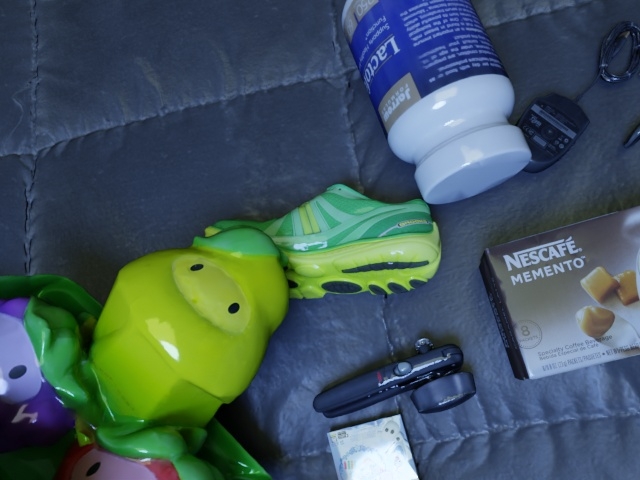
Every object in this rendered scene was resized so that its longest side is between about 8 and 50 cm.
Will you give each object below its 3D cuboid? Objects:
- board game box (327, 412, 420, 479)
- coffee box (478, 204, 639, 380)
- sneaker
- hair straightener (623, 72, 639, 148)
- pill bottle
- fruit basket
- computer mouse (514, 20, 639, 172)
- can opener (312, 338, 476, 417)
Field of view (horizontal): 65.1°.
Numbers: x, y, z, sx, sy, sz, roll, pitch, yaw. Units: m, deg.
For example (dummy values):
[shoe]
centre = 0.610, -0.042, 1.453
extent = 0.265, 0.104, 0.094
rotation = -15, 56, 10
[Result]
[board game box]
centre = 0.062, 0.255, 0.575
extent = 0.090, 0.020, 0.090
rotation = -17, 72, 8
[coffee box]
centre = 0.310, 0.048, 0.526
extent = 0.246, 0.098, 0.141
rotation = -16, 74, 9
[sneaker]
centre = 0.000, 0.000, 0.622
extent = 0.295, 0.109, 0.124
rotation = 1, 49, 17
[hair straightener]
centre = 0.428, -0.196, 0.584
extent = 0.089, 0.047, 0.230
rotation = 38, 87, 18
[pill bottle]
centre = 0.135, -0.186, 0.594
extent = 0.153, 0.153, 0.265
rotation = -21, 73, 7
[fruit basket]
centre = -0.180, 0.138, 0.465
extent = 0.391, 0.283, 0.392
rotation = 0, 90, 13
[computer mouse]
centre = 0.314, -0.175, 0.616
extent = 0.071, 0.041, 0.242
rotation = 43, 82, 10
[can opener]
centre = 0.078, 0.164, 0.571
extent = 0.186, 0.059, 0.073
rotation = -18, 42, 12
